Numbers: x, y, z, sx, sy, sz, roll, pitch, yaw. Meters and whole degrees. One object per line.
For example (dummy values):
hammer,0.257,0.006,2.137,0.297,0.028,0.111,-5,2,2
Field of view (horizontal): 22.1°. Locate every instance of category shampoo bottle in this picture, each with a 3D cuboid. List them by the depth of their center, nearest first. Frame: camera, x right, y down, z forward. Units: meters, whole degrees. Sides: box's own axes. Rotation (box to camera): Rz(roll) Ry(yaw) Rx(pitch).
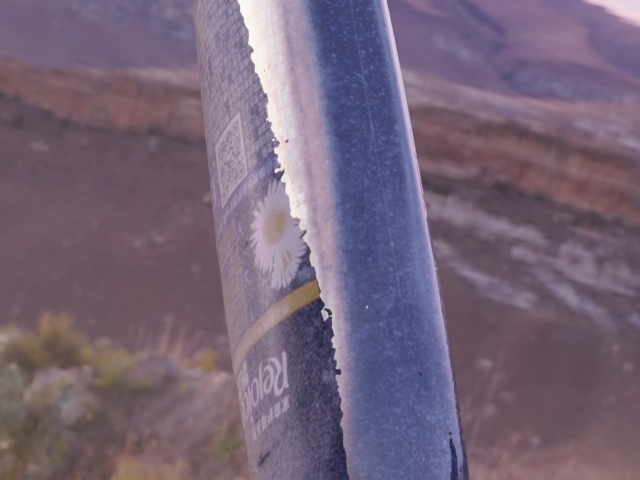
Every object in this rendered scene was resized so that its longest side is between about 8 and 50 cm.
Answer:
shampoo bottle,0.000,0.000,0.449,0.049,0.234,0.087,2,-29,-21
